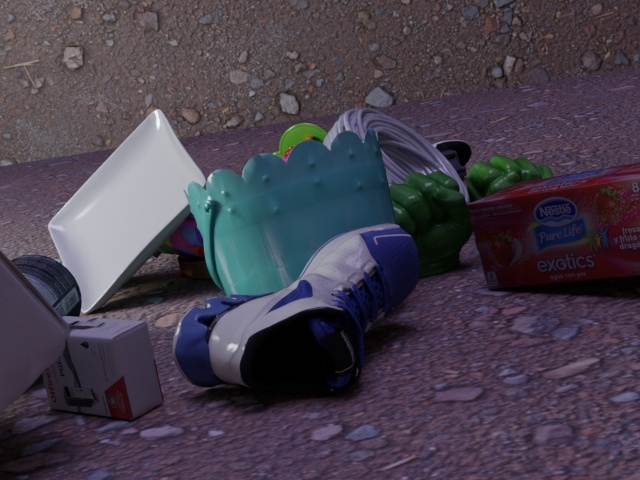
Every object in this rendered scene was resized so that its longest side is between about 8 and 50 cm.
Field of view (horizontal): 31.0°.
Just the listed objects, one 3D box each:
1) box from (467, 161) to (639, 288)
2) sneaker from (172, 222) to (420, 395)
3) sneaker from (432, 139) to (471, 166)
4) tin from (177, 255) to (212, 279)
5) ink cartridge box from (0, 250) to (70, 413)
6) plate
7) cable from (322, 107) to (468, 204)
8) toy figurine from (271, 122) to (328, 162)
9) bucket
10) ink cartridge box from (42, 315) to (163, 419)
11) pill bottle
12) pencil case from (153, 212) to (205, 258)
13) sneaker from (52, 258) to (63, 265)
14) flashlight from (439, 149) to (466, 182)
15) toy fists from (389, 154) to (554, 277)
[{"bbox_3d":[0.333,-0.021,1.469,0.257,0.122,0.128,-8,9,42],"label":"box"},{"bbox_3d":[0.012,0.097,1.295,0.316,0.127,0.182,-25,23,-30],"label":"sneaker"},{"bbox_3d":[0.220,-0.128,2.209,0.217,0.079,0.121,-23,20,-20],"label":"sneaker"},{"bbox_3d":[-0.145,0.022,1.880,0.190,0.040,0.106,-20,21,-38],"label":"tin"},{"bbox_3d":[-0.475,0.110,1.219,0.279,0.160,0.385,-48,30,-22],"label":"ink cartridge box"},{"bbox_3d":[-0.298,-0.046,1.813,0.278,0.045,0.277,-46,38,7],"label":"plate"},{"bbox_3d":[0.121,-0.102,1.835,0.257,0.089,0.257,11,36,-43],"label":"cable"},{"bbox_3d":[-0.065,-0.156,2.477,0.173,0.130,0.159,-27,14,26],"label":"toy figurine"},{"bbox_3d":[-0.028,-0.021,1.528,0.281,0.183,0.281,-17,-2,-1],"label":"bucket"},{"bbox_3d":[-0.251,0.141,1.294,0.135,0.099,0.056,-1,16,37],"label":"ink cartridge box"},{"bbox_3d":[-0.397,0.108,1.474,0.131,0.130,0.245,-8,13,6],"label":"pill bottle"},{"bbox_3d":[-0.180,-0.019,1.790,0.104,0.104,0.236,-21,16,-41],"label":"pencil case"},{"bbox_3d":[-0.402,0.058,1.856,0.161,0.057,0.075,-10,7,-14],"label":"sneaker"},{"bbox_3d":[0.121,-0.072,1.987,0.304,0.103,0.103,-14,-21,-37],"label":"flashlight"},{"bbox_3d":[0.212,-0.038,1.653,0.279,0.142,0.096,-12,13,-11],"label":"toy fists"}]
